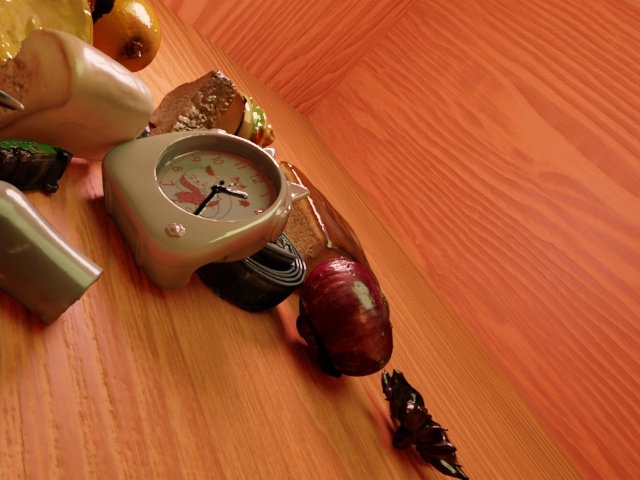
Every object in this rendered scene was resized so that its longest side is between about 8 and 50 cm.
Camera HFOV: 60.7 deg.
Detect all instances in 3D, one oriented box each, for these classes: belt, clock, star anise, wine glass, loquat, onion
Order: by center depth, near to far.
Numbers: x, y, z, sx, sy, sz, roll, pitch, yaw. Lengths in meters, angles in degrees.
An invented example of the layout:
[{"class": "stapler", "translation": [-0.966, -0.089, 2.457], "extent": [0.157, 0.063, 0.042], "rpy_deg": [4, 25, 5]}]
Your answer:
[{"class": "wine glass", "translation": [-0.360, -0.009, 0.603], "extent": [0.231, 0.103, 0.103], "rpy_deg": [46, 14, -17]}, {"class": "clock", "translation": [-0.182, -0.073, 0.938], "extent": [0.324, 0.108, 0.265], "rpy_deg": [-19, 57, -33]}, {"class": "belt", "translation": [-0.141, 0.029, 1.065], "extent": [0.267, 0.116, 0.206], "rpy_deg": [15, 38, -56]}, {"class": "onion", "translation": [0.045, 0.157, 1.087], "extent": [0.246, 0.190, 0.246], "rpy_deg": [-14, 90, -89]}, {"class": "star anise", "translation": [0.185, 0.385, 1.107], "extent": [0.272, 0.102, 0.272], "rpy_deg": [54, -11, 16]}, {"class": "loquat", "translation": [-0.507, -0.527, 1.378], "extent": [0.208, 0.208, 0.208], "rpy_deg": [42, 15, -14]}]

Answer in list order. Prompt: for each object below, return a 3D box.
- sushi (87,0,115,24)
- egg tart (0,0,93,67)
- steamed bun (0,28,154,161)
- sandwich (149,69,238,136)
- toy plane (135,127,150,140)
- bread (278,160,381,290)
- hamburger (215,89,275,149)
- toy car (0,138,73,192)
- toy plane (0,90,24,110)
[{"class": "sushi", "translation": [-0.594, -0.565, 1.180], "extent": [0.225, 0.238, 0.219], "rpy_deg": [31, 17, 12]}, {"class": "egg tart", "translation": [-0.522, -0.388, 0.948], "extent": [0.120, 0.315, 0.315], "rpy_deg": [8, 9, 12]}, {"class": "steamed bun", "translation": [-0.400, -0.233, 0.890], "extent": [0.225, 0.200, 0.170], "rpy_deg": [21, 46, -67]}, {"class": "sandwich", "translation": [-0.339, -0.258, 1.291], "extent": [0.254, 0.288, 0.099], "rpy_deg": [-3, -39, 46]}, {"class": "toy plane", "translation": [-0.360, -0.177, 1.066], "extent": [0.060, 0.096, 0.235], "rpy_deg": [0, 66, -67]}, {"class": "bread", "translation": [0.000, 0.000, 1.401], "extent": [0.323, 0.143, 0.333], "rpy_deg": [44, 14, -49]}, {"class": "hamburger", "translation": [-0.228, -0.269, 1.434], "extent": [0.149, 0.237, 0.237], "rpy_deg": [29, 23, -47]}, {"class": "toy car", "translation": [-0.419, -0.104, 0.756], "extent": [0.062, 0.071, 0.165], "rpy_deg": [33, 14, 5]}, {"class": "toy plane", "translation": [-0.510, -0.211, 0.716], "extent": [0.262, 0.088, 0.192], "rpy_deg": [32, 17, 2]}]
